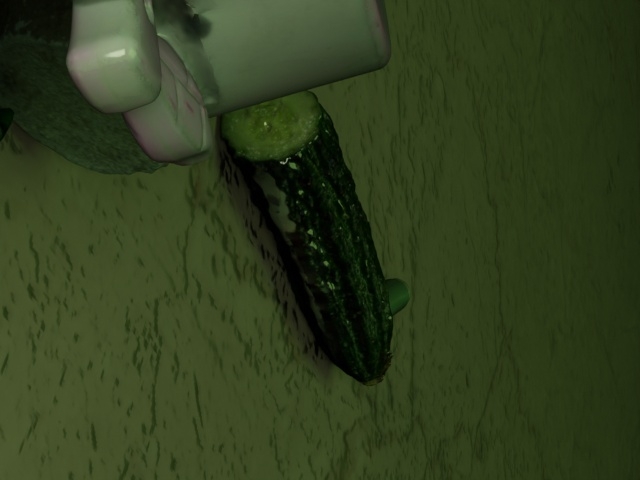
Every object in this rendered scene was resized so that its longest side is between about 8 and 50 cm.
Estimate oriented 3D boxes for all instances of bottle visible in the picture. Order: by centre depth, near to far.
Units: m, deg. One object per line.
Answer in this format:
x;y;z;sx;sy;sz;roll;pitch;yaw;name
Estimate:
0.051;0.051;1.066;0.083;0.030;0.030;-24;108;-66;bottle

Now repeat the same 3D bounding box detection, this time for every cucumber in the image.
0.001;-0.001;0.914;0.077;0.077;0.265;-72;150;-41;cucumber

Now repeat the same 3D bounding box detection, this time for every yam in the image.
-0.104;-0.137;0.637;0.107;0.107;0.194;45;46;-57;yam

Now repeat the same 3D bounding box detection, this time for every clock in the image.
-0.055;-0.196;0.434;0.338;0.102;0.338;-13;90;-84;clock

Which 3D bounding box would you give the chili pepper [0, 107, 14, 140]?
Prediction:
-0.193;-0.173;0.379;0.213;0.167;0.385;64;15;-72;chili pepper
